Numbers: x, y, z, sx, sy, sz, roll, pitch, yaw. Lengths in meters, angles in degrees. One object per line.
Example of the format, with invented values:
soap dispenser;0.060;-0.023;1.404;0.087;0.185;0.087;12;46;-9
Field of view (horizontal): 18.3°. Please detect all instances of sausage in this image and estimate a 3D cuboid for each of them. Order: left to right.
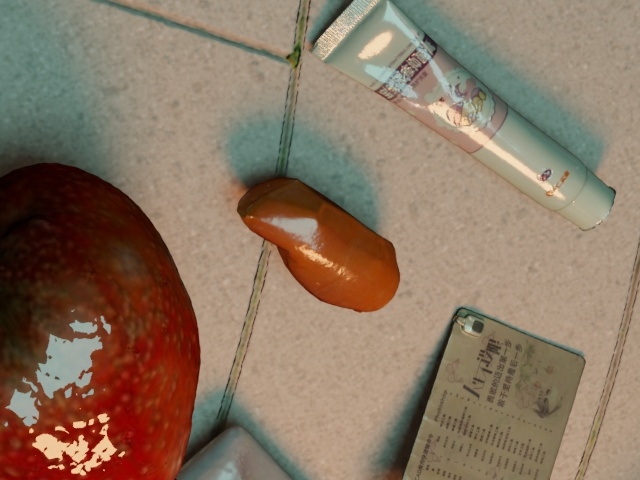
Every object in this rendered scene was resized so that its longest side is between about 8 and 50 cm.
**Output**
sausage;0.000;0.000;1.814;0.179;0.089;0.089;37;93;-32

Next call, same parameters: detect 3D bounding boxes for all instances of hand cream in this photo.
hand cream;0.140;-0.117;1.844;0.331;0.058;0.085;35;114;-22

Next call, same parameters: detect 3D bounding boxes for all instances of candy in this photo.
candy;-0.078;0.271;1.888;0.138;0.071;0.174;-41;118;-3

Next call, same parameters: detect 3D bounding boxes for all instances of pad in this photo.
pad;0.161;0.214;1.941;0.160;0.009;0.265;22;82;-24

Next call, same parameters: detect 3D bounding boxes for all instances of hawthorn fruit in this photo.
hawthorn fruit;-0.216;0.116;1.685;0.285;0.285;0.369;-40;125;-3
